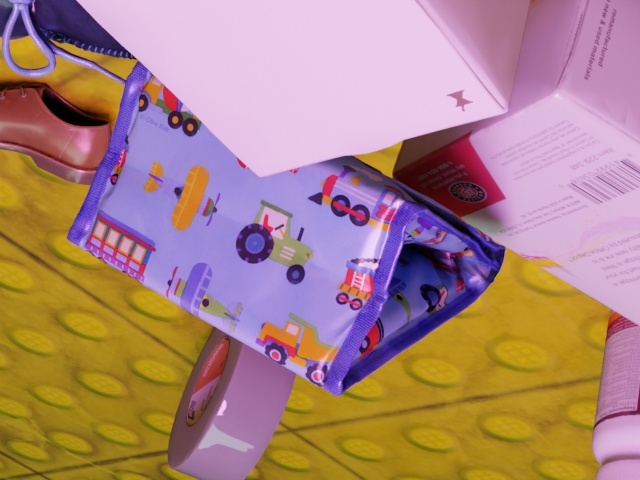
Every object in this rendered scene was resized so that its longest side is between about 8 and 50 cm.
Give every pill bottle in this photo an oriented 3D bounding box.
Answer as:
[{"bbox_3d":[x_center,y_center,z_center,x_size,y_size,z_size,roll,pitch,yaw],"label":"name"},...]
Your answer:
[{"bbox_3d":[0.337,0.171,1.202,0.121,0.221,0.121,12,148,7],"label":"pill bottle"}]

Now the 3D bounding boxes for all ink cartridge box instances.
[{"bbox_3d":[0.248,-0.056,0.959,0.306,0.131,0.226,28,155,-20],"label":"ink cartridge box"}]

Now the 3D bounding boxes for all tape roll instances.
[{"bbox_3d":[-0.102,0.179,1.418,0.072,0.219,0.219,26,147,-15],"label":"tape roll"}]

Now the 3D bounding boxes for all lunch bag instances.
[{"bbox_3d":[0.002,-0.016,0.884,0.221,0.138,0.293,28,-167,20],"label":"lunch bag"}]

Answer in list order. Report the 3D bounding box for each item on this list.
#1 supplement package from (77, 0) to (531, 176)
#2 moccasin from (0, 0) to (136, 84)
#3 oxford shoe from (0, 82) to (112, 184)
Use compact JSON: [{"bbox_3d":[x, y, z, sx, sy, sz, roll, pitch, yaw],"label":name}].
[{"bbox_3d":[0.016,-0.214,0.692,0.177,0.293,0.175,-12,138,37],"label":"supplement package"},{"bbox_3d":[-0.206,-0.184,0.868,0.342,0.117,0.138,21,126,46],"label":"moccasin"},{"bbox_3d":[-0.305,-0.129,1.200,0.212,0.076,0.076,19,118,0],"label":"oxford shoe"}]
